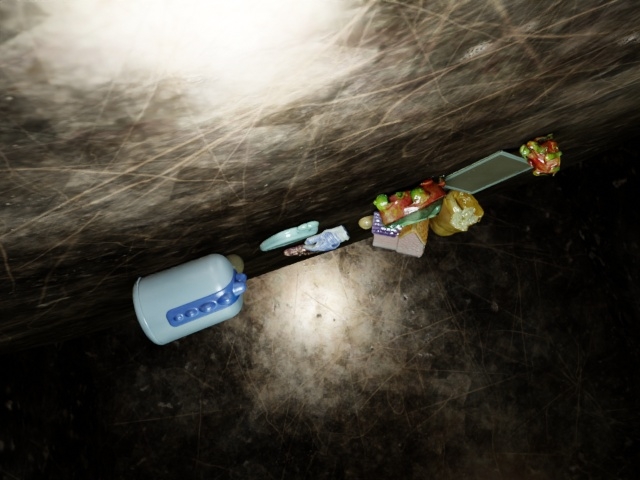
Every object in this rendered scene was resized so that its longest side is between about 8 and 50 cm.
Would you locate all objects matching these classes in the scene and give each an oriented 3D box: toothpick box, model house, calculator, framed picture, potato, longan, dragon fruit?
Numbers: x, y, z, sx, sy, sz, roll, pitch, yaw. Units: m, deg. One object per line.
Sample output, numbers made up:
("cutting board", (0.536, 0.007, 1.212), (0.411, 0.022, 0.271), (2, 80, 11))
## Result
("toothpick box", (-0.414, 0.188, 1.584), (0.354, 0.263, 0.263), (-20, 175, -3))
("model house", (0.346, -0.084, 1.995), (0.236, 0.203, 0.237), (15, 155, 12))
("calculator", (-0.110, -0.013, 1.713), (0.183, 0.042, 0.295), (-16, 175, -37))
("framed picture", (0.593, -0.243, 1.706), (0.232, 0.019, 0.296), (7, 159, -36))
("potato", (0.211, -0.084, 2.114), (0.083, 0.062, 0.068), (-41, -156, -32))
("longan", (-0.340, 0.097, 1.788), (0.106, 0.106, 0.119), (-20, -146, 13))
("dragon fruit", (0.317, -0.127, 1.664), (0.294, 0.130, 0.268), (-17, 180, -28))
("dragon fruit", (0.727, -0.287, 1.566), (0.174, 0.142, 0.138), (9, -159, -16))

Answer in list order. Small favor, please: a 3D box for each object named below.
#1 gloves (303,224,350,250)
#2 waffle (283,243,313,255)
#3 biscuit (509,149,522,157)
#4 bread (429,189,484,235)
("gloves", (0.024, -0.003, 2.135), (0.228, 0.097, 0.119), (-16, 146, 23))
("waffle", (-0.057, 0.041, 2.371), (0.221, 0.056, 0.234), (-14, 172, 31))
("biscuit", (0.670, -0.283, 1.771), (0.186, 0.036, 0.192), (-20, 175, 3))
("bread", (0.580, -0.122, 2.119), (0.148, 0.195, 0.344), (-38, 176, -6))
